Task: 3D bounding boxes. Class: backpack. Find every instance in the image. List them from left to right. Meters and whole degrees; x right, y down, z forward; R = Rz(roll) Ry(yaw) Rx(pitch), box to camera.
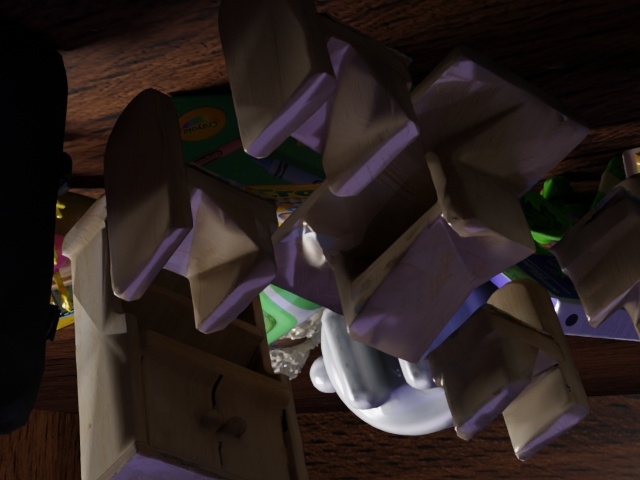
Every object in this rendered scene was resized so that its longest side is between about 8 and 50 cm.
[{"bbox_3d":[-0.391,-0.017,1.029,0.356,0.290,0.273,6,177,26],"label":"backpack"}]

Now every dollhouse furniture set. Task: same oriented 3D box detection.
[{"bbox_3d":[0.000,0.000,1.028,0.362,0.256,0.394,25,125,-33],"label":"dollhouse furniture set"}]

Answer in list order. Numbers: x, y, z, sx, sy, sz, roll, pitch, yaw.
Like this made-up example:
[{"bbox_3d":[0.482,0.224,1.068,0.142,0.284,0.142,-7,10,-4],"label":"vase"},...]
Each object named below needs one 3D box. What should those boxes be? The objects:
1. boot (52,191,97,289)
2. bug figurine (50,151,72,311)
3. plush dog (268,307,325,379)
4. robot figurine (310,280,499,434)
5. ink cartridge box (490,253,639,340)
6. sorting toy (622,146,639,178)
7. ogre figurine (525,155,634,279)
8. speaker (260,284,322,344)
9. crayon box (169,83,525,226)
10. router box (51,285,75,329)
[{"bbox_3d":[-0.342,-0.019,1.391,0.305,0.112,0.115,4,157,-4],"label":"boot"},{"bbox_3d":[-0.330,-0.010,1.300,0.216,0.072,0.279,-10,133,-11],"label":"bug figurine"},{"bbox_3d":[-0.062,0.082,1.690,0.262,0.210,0.225,4,141,-23],"label":"plush dog"},{"bbox_3d":[0.135,0.105,1.606,0.300,0.199,0.353,-18,172,25],"label":"robot figurine"},{"bbox_3d":[0.216,0.032,1.454,0.208,0.045,0.206,10,-160,-34],"label":"ink cartridge box"},{"bbox_3d":[0.297,-0.042,1.256,0.062,0.083,0.012,-10,-178,37],"label":"sorting toy"},{"bbox_3d":[0.226,-0.016,1.335,0.197,0.097,0.118,-27,168,-8],"label":"ogre figurine"},{"bbox_3d":[-0.119,0.078,1.548,0.296,0.131,0.131,-35,149,31],"label":"speaker"},{"bbox_3d":[0.022,-0.062,1.187,0.278,0.081,0.165,-1,167,12],"label":"crayon box"},{"bbox_3d":[-0.252,0.054,1.612,0.179,0.046,0.133,-24,174,-40],"label":"router box"}]
